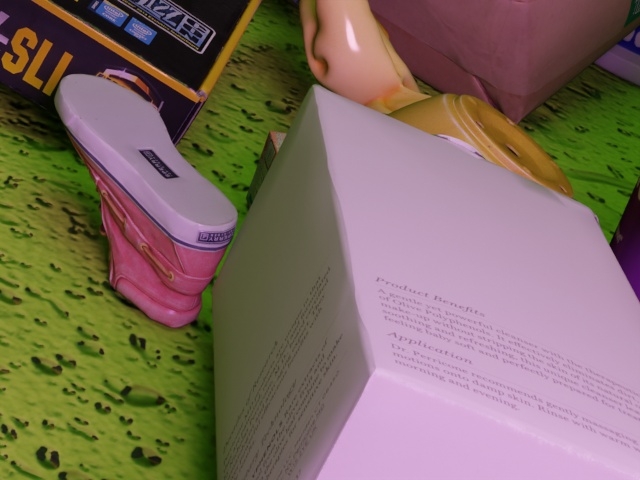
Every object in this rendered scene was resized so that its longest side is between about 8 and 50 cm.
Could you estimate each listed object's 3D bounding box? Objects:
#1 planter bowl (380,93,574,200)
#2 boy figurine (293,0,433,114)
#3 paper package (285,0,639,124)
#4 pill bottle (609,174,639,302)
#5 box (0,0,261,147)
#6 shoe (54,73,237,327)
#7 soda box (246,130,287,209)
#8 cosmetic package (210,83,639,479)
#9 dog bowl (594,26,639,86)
[{"bbox_3d":[0.099,-0.031,1.218,0.217,0.090,0.217,36,19,-14],"label":"planter bowl"},{"bbox_3d":[0.031,-0.147,1.403,0.092,0.177,0.285,-27,57,-2],"label":"boy figurine"},{"bbox_3d":[0.149,-0.291,1.618,0.309,0.168,0.325,34,54,25],"label":"paper package"},{"bbox_3d":[0.295,-0.035,1.178,0.181,0.323,0.181,15,27,-8],"label":"pill bottle"},{"bbox_3d":[-0.210,-0.203,1.354,0.322,0.079,0.257,32,27,-6],"label":"box"},{"bbox_3d":[-0.118,-0.026,1.156,0.063,0.081,0.178,-6,39,-40],"label":"shoe"},{"bbox_3d":[0.000,0.000,1.213,0.063,0.058,0.183,11,29,-18],"label":"soda box"},{"bbox_3d":[0.061,0.074,0.945,0.197,0.155,0.365,23,18,-12],"label":"cosmetic package"},{"bbox_3d":[0.350,-0.230,1.817,0.264,0.104,0.265,15,27,-8],"label":"dog bowl"}]
